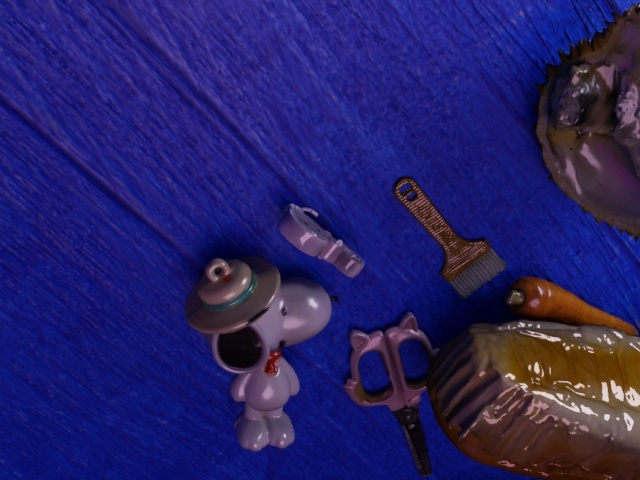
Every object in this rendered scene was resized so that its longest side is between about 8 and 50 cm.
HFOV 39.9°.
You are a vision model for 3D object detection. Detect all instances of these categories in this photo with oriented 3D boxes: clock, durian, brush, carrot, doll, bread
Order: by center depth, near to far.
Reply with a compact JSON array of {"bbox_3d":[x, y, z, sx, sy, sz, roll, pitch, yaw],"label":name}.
[{"bbox_3d":[0.358,-0.142,1.074,0.172,0.166,0.307,-12,120,0],"label":"durian"},{"bbox_3d":[0.000,0.000,1.138,0.129,0.087,0.041,33,105,-25],"label":"clock"},{"bbox_3d":[-0.093,0.157,1.179,0.208,0.144,0.272,11,112,-26],"label":"doll"},{"bbox_3d":[0.168,-0.008,1.207,0.082,0.010,0.218,-38,117,13],"label":"brush"},{"bbox_3d":[0.342,0.226,1.235,0.388,0.236,0.183,16,128,-13],"label":"bread"},{"bbox_3d":[0.369,0.100,1.280,0.256,0.061,0.061,15,116,-26],"label":"carrot"}]

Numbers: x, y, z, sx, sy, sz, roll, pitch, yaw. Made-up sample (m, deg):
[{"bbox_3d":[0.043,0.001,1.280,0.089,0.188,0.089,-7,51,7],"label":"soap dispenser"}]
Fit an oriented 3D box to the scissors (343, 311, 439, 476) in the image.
[{"bbox_3d":[0.126,0.247,1.335,0.160,0.024,0.318,-18,120,-2],"label":"scissors"}]
